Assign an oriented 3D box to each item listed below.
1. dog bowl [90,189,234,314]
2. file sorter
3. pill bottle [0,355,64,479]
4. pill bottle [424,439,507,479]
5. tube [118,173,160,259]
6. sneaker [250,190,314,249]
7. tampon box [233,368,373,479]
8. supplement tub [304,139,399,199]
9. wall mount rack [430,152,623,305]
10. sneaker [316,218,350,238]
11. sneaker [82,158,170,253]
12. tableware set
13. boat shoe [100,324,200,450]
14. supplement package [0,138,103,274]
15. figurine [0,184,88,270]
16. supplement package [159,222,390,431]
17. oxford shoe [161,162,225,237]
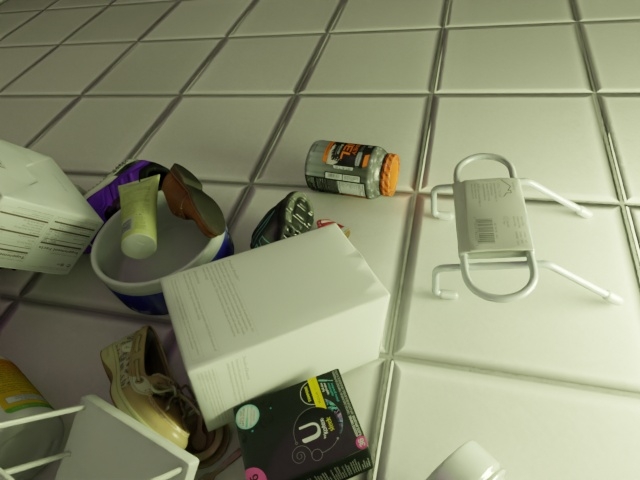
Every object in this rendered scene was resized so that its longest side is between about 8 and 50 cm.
[{"bbox_3d":[-0.317,0.017,0.918,0.265,0.104,0.265,-6,48,7],"label":"dog bowl"},{"bbox_3d":[-0.300,0.353,0.487,0.193,0.173,0.277,17,90,25],"label":"file sorter"},{"bbox_3d":[-0.539,0.270,0.717,0.246,0.136,0.136,26,58,30],"label":"pill bottle"},{"bbox_3d":[0.227,0.365,0.458,0.160,0.160,0.283,-34,51,-18],"label":"pill bottle"},{"bbox_3d":[-0.361,-0.060,0.891,0.070,0.062,0.240,17,30,-33],"label":"tube"},{"bbox_3d":[-0.092,0.027,0.888,0.106,0.101,0.267,-13,47,43],"label":"sneaker"},{"bbox_3d":[-0.024,0.278,0.626,0.161,0.101,0.120,-20,47,-6],"label":"tampon box"},{"bbox_3d":[0.071,-0.155,0.982,0.190,0.117,0.117,11,52,20],"label":"supplement tub"},{"bbox_3d":[0.353,-0.008,0.795,0.304,0.130,0.350,-2,49,15],"label":"wall mount rack"},{"bbox_3d":[0.000,0.000,0.909,0.067,0.042,0.118,32,54,29],"label":"sneaker"},{"bbox_3d":[-0.449,-0.089,1.041,0.146,0.102,0.293,8,51,17],"label":"sneaker"},{"bbox_3d":[-0.226,0.330,0.665,0.194,0.039,0.128,-38,52,-21],"label":"tableware set"},{"bbox_3d":[-0.265,0.220,0.695,0.089,0.104,0.285,-41,40,-18],"label":"boat shoe"},{"bbox_3d":[-0.611,-0.076,0.884,0.262,0.204,0.145,41,98,26],"label":"supplement package"},{"bbox_3d":[-0.649,-0.020,1.043,0.215,0.092,0.209,-3,56,8],"label":"figurine"},{"bbox_3d":[-0.068,0.126,0.692,0.293,0.175,0.177,-18,46,-18],"label":"supplement package"},{"bbox_3d":[-0.252,-0.064,0.873,0.076,0.076,0.212,-49,53,9],"label":"oxford shoe"}]
